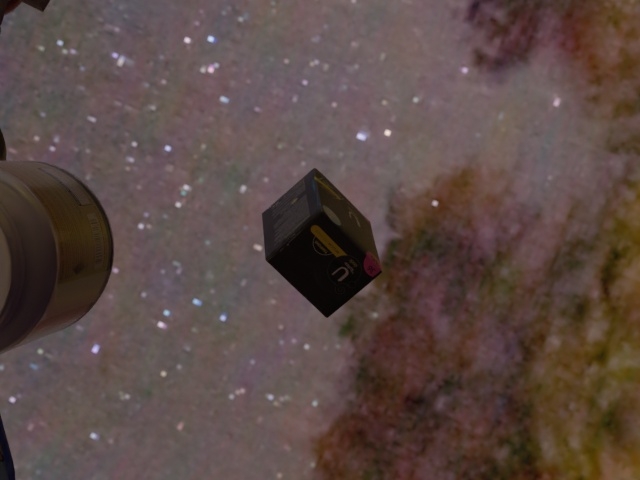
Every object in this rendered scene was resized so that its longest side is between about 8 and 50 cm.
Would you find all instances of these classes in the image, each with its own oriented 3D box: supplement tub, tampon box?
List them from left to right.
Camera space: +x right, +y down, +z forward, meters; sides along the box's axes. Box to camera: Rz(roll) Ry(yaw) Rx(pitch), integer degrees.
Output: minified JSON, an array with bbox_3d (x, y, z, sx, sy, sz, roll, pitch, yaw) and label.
[{"bbox_3d":[-0.393,0.019,1.343,0.316,0.228,0.228,-24,-44,-82],"label":"supplement tub"},{"bbox_3d":[0.000,0.000,1.518,0.101,0.120,0.161,-41,21,13],"label":"tampon box"}]

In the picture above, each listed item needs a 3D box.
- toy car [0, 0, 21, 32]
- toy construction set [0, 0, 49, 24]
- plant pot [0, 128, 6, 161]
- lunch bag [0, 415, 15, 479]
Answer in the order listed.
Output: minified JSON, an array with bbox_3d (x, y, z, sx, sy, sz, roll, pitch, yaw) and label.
[{"bbox_3d":[-0.524,-0.390,1.747,0.238,0.210,0.219,57,-133,-81],"label":"toy car"},{"bbox_3d":[-0.365,-0.252,0.897,0.151,0.327,0.215,-57,-35,-13],"label":"toy construction set"},{"bbox_3d":[-0.708,-0.091,1.881,0.353,0.366,0.366,-64,-14,-48],"label":"plant pot"},{"bbox_3d":[-0.501,0.222,1.379,0.221,0.293,0.138,16,-64,-43],"label":"lunch bag"}]
